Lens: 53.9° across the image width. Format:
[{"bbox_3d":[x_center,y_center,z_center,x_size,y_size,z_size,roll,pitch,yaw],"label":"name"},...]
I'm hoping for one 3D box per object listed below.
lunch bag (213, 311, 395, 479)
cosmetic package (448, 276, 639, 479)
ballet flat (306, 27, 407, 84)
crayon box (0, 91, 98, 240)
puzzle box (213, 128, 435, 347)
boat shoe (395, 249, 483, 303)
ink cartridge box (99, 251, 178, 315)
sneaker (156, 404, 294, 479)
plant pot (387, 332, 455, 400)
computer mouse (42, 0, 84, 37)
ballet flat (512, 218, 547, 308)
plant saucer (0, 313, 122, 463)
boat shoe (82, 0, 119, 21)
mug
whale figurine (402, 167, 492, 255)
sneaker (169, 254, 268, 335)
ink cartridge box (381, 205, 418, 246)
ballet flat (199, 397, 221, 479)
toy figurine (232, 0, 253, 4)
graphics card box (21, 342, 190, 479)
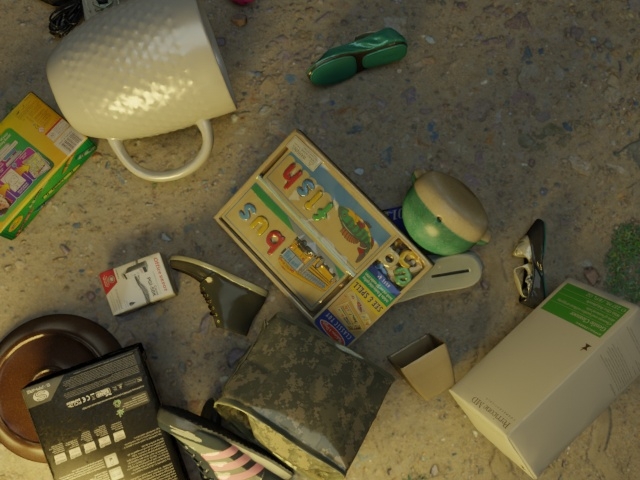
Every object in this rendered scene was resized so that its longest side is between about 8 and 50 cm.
[{"bbox_3d":[-0.041,0.307,1.250,0.287,0.169,0.235,34,56,0],"label":"lunch bag"},{"bbox_3d":[0.473,0.270,1.280,0.366,0.197,0.155,-40,117,-10],"label":"cosmetic package"},{"bbox_3d":[0.076,-0.429,1.455,0.248,0.083,0.087,-19,58,-6],"label":"ballet flat"},{"bbox_3d":[-0.645,-0.160,1.360,0.165,0.081,0.278,39,81,3],"label":"crayon box"},{"bbox_3d":[0.000,0.000,1.329,0.409,0.052,0.272,45,102,8],"label":"puzzle box"},{"bbox_3d":[0.197,0.074,1.364,0.303,0.094,0.109,-5,97,11],"label":"boat shoe"},{"bbox_3d":[-0.387,0.094,1.347,0.135,0.056,0.099,-21,82,-6],"label":"ink cartridge box"},{"bbox_3d":[-0.202,0.438,1.229,0.319,0.112,0.131,37,77,-20],"label":"sneaker"},{"bbox_3d":[0.223,0.272,1.334,0.109,0.109,0.096,-29,96,-7],"label":"plant pot"},{"bbox_3d":[-0.637,-0.604,1.443,0.272,0.072,0.188,40,79,-9],"label":"computer mouse"},{"bbox_3d":[0.464,0.050,1.398,0.074,0.074,0.203,2,83,-3],"label":"ballet flat"},{"bbox_3d":[-0.556,0.307,1.309,0.311,0.050,0.310,0,80,-3],"label":"plant saucer"},{"bbox_3d":[-0.494,-0.531,1.403,0.083,0.076,0.226,-25,100,-20],"label":"boat shoe"},{"bbox_3d":[-0.358,-0.307,1.318,0.328,0.276,0.373,-19,100,0],"label":"mug"},{"bbox_3d":[0.261,-0.057,1.331,0.216,0.272,0.141,44,113,4],"label":"whale figurine"},{"bbox_3d":[-0.234,0.116,1.339,0.222,0.083,0.118,23,81,0],"label":"sneaker"},{"bbox_3d":[0.148,-0.020,1.401,0.207,0.046,0.097,-12,83,-5],"label":"ink cartridge box"},{"bbox_3d":[-0.225,0.417,1.318,0.049,0.058,0.173,7,79,-43],"label":"ballet flat"},{"bbox_3d":[-0.175,-0.631,1.465,0.173,0.130,0.159,-11,96,-29],"label":"toy figurine"},{"bbox_3d":[-0.407,0.414,1.242,0.233,0.094,0.370,-20,93,-11],"label":"graphics card box"}]
